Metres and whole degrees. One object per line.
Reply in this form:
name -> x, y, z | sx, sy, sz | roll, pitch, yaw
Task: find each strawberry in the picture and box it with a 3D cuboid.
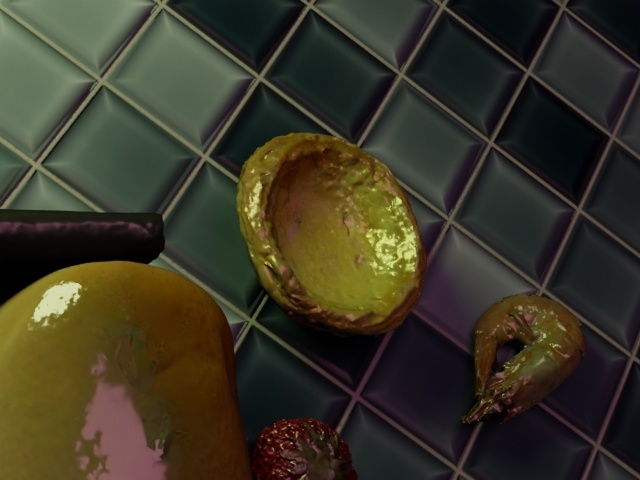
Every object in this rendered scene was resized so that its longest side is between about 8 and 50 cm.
strawberry -> -0.019, 0.276, 1.935 | 0.145, 0.086, 0.145 | 12, 61, -22

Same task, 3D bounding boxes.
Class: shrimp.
shrimp -> 0.261, 0.162, 2.169 | 0.145, 0.061, 0.267 | 40, 55, 6

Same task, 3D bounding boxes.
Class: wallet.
wallet -> -0.395, 0.012, 1.776 | 0.406, 0.228, 0.062 | 1, 76, -30

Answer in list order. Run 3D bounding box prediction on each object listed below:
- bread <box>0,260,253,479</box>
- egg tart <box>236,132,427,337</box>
bread -> -0.230, 0.216, 1.746 | 0.348, 0.253, 0.376 | 4, 61, -23
egg tart -> 0.000, 0.000, 2.073 | 0.294, 0.123, 0.294 | 16, 57, -26
